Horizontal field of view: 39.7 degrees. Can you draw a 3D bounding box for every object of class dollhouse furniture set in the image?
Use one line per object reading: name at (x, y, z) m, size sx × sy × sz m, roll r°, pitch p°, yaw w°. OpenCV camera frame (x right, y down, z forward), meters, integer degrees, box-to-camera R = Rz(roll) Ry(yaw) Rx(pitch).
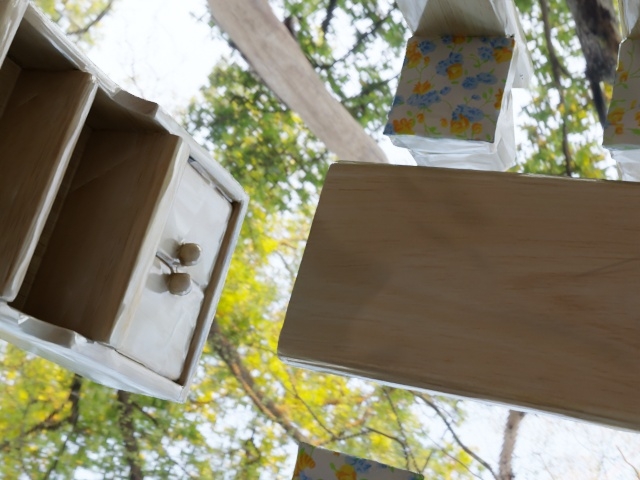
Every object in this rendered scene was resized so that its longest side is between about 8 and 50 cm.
dollhouse furniture set at (0.000, 0.000, 0.443) m, size 0.394 × 0.256 × 0.362 m, roll 7°, pitch -110°, yaw 26°
